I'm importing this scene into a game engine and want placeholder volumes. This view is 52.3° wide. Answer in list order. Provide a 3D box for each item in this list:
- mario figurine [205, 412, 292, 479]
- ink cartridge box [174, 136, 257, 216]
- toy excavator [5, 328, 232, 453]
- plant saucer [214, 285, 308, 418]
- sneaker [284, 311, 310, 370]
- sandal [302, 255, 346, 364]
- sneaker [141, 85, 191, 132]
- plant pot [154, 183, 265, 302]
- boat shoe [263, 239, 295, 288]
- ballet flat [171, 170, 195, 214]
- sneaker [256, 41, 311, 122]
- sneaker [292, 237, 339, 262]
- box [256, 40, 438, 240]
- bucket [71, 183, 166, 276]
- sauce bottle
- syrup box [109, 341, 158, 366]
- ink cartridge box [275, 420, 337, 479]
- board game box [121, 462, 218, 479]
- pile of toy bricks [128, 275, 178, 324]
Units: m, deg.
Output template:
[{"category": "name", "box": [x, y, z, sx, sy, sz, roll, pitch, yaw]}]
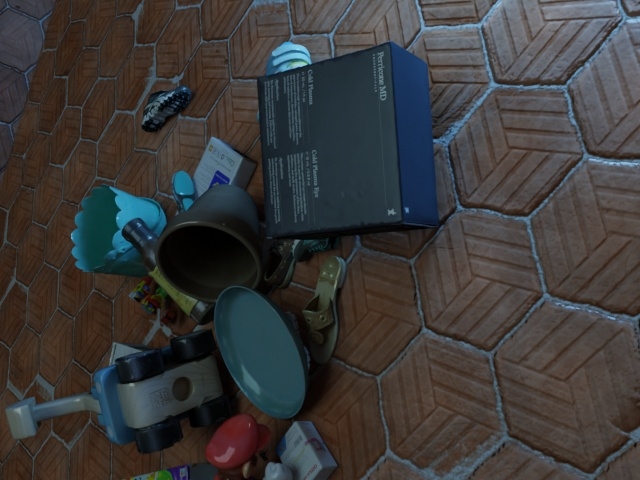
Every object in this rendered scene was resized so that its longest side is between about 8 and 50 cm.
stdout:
[{"category": "mario figurine", "box": [-0.145, 0.521, 1.412, 0.198, 0.170, 0.321, 2, 105, 10]}, {"category": "ink cartridge box", "box": [-0.318, -0.088, 1.809, 0.175, 0.069, 0.371, 36, 101, 43]}, {"category": "toy excavator", "box": [-0.500, 0.392, 1.612, 0.445, 0.432, 0.222, -15, 90, 49]}, {"category": "plant saucer", "box": [-0.128, 0.244, 1.459, 0.317, 0.043, 0.318, 24, 126, 39]}, {"category": "sneaker", "box": [-0.078, 0.235, 1.475, 0.063, 0.074, 0.170, -38, 55, 30]}, {"category": "sandal", "box": [-0.008, 0.147, 1.430, 0.088, 0.079, 0.240, 5, 82, 45]}, {"category": "sneaker", "box": [-0.499, -0.444, 2.078, 0.234, 0.078, 0.106, -30, 61, 37]}, {"category": "plant pot", "box": [-0.247, -0.013, 1.602, 0.263, 0.263, 0.229, -35, 26, 32]}, {"category": "boat shoe", "box": [-0.089, 0.025, 1.557, 0.064, 0.060, 0.178, 14, 88, 45]}, {"category": "ballet flat", "box": [-0.375, -0.105, 1.787, 0.070, 0.070, 0.188, -41, 50, 28]}, {"category": "sneaker", "box": [-0.034, -0.405, 1.586, 0.319, 0.127, 0.208, -7, 75, 42]}, {"category": "sneaker", "box": [0.000, 0.000, 1.481, 0.166, 0.065, 0.076, -49, 55, 25]}, {"category": "box", "box": [0.054, -0.181, 1.320, 0.312, 0.179, 0.343, -5, 87, 33]}, {"category": "bucket", "box": [-0.611, -0.021, 1.988, 0.281, 0.183, 0.281, -14, 69, 40]}, {"category": "sauce bottle", "box": [-0.389, 0.073, 1.715, 0.344, 0.111, 0.111, 43, 110, 18]}, {"category": "syrup box", "box": [-0.490, 0.351, 1.825, 0.236, 0.093, 0.096, 3, 80, 44]}, {"category": "ink cartridge box", "box": [-0.032, 0.459, 1.380, 0.088, 0.052, 0.122, -55, 46, 19]}, {"category": "board game box", "box": [-0.345, 0.627, 1.569, 0.275, 0.144, 0.142, -26, 61, 36]}, {"category": "pile of toy bricks", "box": [-0.458, 0.158, 1.862, 0.105, 0.118, 0.212, -51, 24, -17]}]
